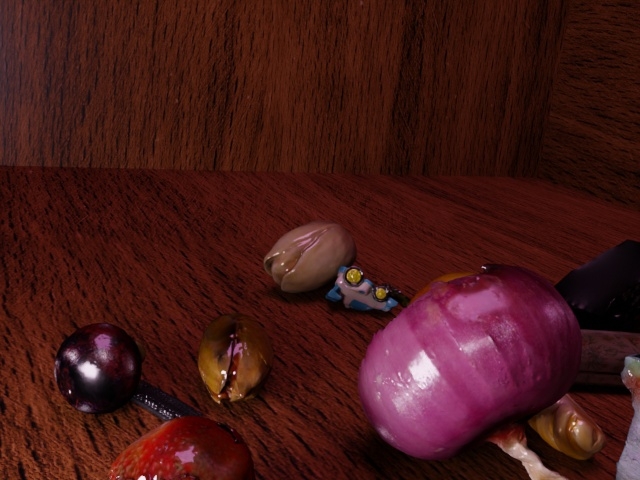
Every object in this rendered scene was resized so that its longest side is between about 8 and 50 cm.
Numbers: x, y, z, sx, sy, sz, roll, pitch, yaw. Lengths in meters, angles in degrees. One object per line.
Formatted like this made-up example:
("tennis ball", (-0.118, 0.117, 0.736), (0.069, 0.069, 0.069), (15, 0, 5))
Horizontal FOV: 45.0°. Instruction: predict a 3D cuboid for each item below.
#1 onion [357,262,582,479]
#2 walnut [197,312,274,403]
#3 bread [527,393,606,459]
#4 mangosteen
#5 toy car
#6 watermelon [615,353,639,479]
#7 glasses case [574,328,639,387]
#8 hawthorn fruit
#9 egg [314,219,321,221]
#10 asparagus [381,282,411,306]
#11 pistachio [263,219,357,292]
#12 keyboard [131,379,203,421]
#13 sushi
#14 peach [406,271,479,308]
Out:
("onion", (0.238, 0.209, 1.193), (0.358, 0.358, 0.345), (0, 34, -22))
("walnut", (-0.151, 0.208, 1.386), (0.137, 0.137, 0.245), (3, 17, -12))
("bread", (0.407, 0.306, 1.322), (0.119, 0.084, 0.177), (38, 5, -23))
("mangosteen", (-0.352, 0.206, 1.259), (0.152, 0.152, 0.152), (6, 16, -2))
("toy car", (0.096, 0.136, 1.861), (0.161, 0.098, 0.126), (36, -7, 0))
("watermelon", (0.558, 0.312, 1.219), (0.320, 0.214, 0.289), (57, 25, 8))
("glasses case", (0.580, 0.244, 1.618), (0.425, 0.098, 0.156), (5, 18, -9))
("hawthorn fruit", (-0.167, 0.305, 0.976), (0.181, 0.181, 0.235), (10, 3, 10))
("egg", (0.000, 0.000, 2.204), (0.114, 0.114, 0.152), (7, 13, 1))
("asparagus", (0.210, 0.152, 1.916), (0.034, 0.027, 0.236), (12, 13, -23))
("pistachio", (-0.014, 0.038, 1.941), (0.162, 0.181, 0.293), (39, 36, 19))
("keyboard", (-0.287, 0.267, 1.317), (0.195, 0.018, 0.060), (19, 17, 35))
("sushi", (0.717, 0.145, 1.824), (0.227, 0.212, 0.215), (-39, 21, -7))
("peach", (0.278, 0.171, 1.530), (0.231, 0.231, 0.231), (6, 16, -2))
